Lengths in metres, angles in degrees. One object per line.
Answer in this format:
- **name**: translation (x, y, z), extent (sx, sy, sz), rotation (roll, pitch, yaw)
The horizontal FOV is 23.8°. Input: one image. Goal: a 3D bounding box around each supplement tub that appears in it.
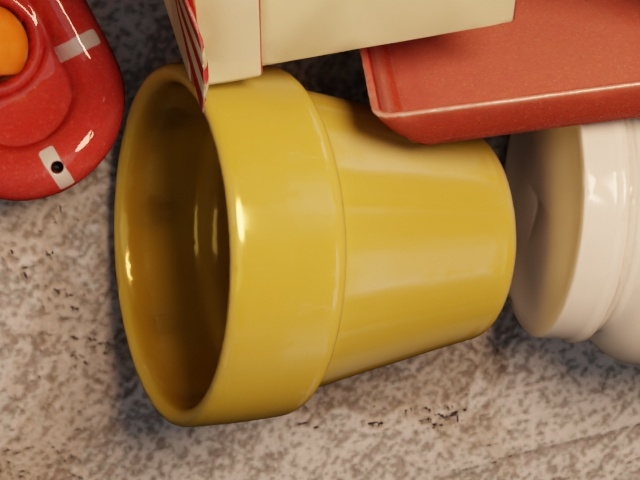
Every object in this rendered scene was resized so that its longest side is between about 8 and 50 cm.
- **supplement tub**: translation (0.318, -0.021, 1.139), extent (0.325, 0.235, 0.235), rotation (2, 100, -10)

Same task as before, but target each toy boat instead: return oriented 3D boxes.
- **toy boat**: translation (-0.233, -0.136, 1.067), extent (0.151, 0.151, 0.231), rotation (-29, 104, -3)

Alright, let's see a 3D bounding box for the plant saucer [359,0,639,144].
- **plant saucer**: translation (0.154, -0.150, 1.078), extent (0.259, 0.258, 0.047), rotation (-7, 125, -1)

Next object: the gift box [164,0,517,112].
- **gift box**: translation (-0.018, -0.246, 0.977), extent (0.258, 0.255, 0.276), rotation (-10, 135, -11)

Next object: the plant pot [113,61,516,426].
- **plant pot**: translation (0.000, 0.000, 1.097), extent (0.239, 0.254, 0.254), rotation (-2, 101, -24)
